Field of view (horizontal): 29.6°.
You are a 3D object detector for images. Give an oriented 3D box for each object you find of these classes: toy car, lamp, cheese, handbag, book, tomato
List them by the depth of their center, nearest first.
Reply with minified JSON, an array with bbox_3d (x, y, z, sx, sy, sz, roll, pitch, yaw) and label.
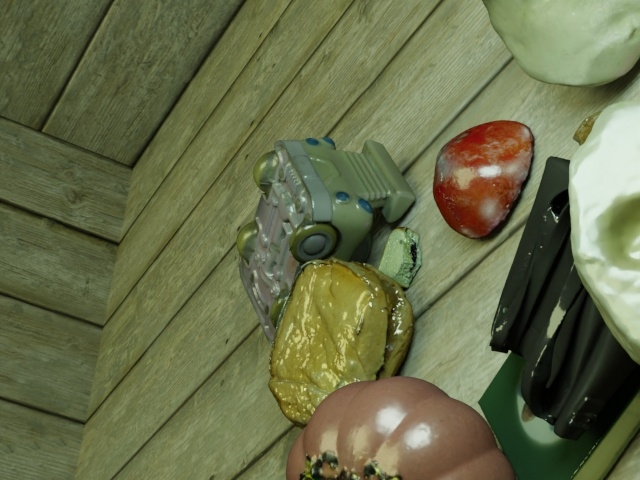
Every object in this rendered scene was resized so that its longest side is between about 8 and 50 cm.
[{"bbox_3d":[0.380,-0.023,1.119,0.318,0.115,0.326,-43,53,3],"label":"cheese"},{"bbox_3d":[0.287,0.061,1.371,0.285,0.113,0.257,-114,44,-63],"label":"handbag"},{"bbox_3d":[0.326,0.120,1.414,0.371,0.043,0.260,-60,21,19],"label":"book"},{"bbox_3d":[0.107,0.308,1.462,0.305,0.239,0.305,11,107,40],"label":"lamp"},{"bbox_3d":[0.225,-0.103,1.778,0.189,0.099,0.173,-67,19,0],"label":"tomato"},{"bbox_3d":[0.000,0.000,2.120,0.242,0.226,0.336,-118,33,-44],"label":"toy car"}]

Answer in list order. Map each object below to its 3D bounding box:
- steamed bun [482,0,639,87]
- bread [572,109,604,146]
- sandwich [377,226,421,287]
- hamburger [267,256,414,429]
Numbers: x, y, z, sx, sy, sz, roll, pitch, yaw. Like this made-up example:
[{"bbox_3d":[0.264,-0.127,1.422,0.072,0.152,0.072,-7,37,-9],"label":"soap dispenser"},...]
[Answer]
[{"bbox_3d":[0.328,-0.401,1.610,0.339,0.247,0.352,-110,41,-61],"label":"steamed bun"},{"bbox_3d":[0.364,-0.113,1.509,0.082,0.060,0.113,-48,31,43],"label":"bread"},{"bbox_3d":[0.132,0.027,1.968,0.093,0.035,0.105,-13,58,65],"label":"sandwich"},{"bbox_3d":[0.030,0.172,1.916,0.259,0.144,0.283,33,99,50],"label":"hamburger"}]
